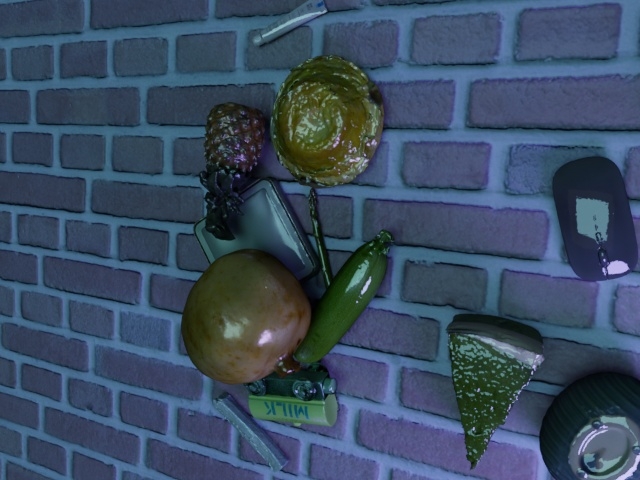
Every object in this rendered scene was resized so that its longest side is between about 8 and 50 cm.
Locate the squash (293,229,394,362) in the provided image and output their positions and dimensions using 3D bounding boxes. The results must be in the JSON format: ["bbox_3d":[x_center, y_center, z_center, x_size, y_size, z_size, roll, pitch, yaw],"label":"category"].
[{"bbox_3d":[0.052,0.134,1.199,0.101,0.101,0.379,39,108,16],"label":"squash"}]

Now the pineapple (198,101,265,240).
[{"bbox_3d":[-0.215,-0.155,1.250,0.170,0.141,0.310,-173,93,-66],"label":"pineapple"}]

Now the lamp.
[{"bbox_3d":[-0.161,0.017,1.313,0.266,0.047,0.269,-31,83,25],"label":"lamp"}]

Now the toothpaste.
[{"bbox_3d":[-0.074,-0.499,1.231,0.190,0.031,0.048,-22,83,22],"label":"toothpaste"}]

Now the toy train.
[{"bbox_3d":[-0.069,0.373,1.285,0.253,0.105,0.157,-4,107,26],"label":"toy train"}]

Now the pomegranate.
[{"bbox_3d":[-0.163,0.159,1.165,0.307,0.307,0.308,3,96,24],"label":"pomegranate"}]

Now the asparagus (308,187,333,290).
[{"bbox_3d":[0.000,0.000,1.250,0.024,0.025,0.249,-11,90,43],"label":"asparagus"}]

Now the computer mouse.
[{"bbox_3d":[0.507,-0.039,0.995,0.120,0.057,0.232,-11,90,26],"label":"computer mouse"}]

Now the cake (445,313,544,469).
[{"bbox_3d":[0.353,0.293,1.046,0.172,0.158,0.284,-6,94,24],"label":"cake"}]

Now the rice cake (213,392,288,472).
[{"bbox_3d":[-0.179,0.486,1.369,0.245,0.045,0.042,41,113,15],"label":"rice cake"}]

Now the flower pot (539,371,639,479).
[{"bbox_3d":[0.512,0.354,0.980,0.189,0.157,0.243,36,107,19],"label":"flower pot"}]

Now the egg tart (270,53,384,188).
[{"bbox_3d":[-0.001,-0.260,1.175,0.294,0.116,0.295,2,96,22],"label":"egg tart"}]
